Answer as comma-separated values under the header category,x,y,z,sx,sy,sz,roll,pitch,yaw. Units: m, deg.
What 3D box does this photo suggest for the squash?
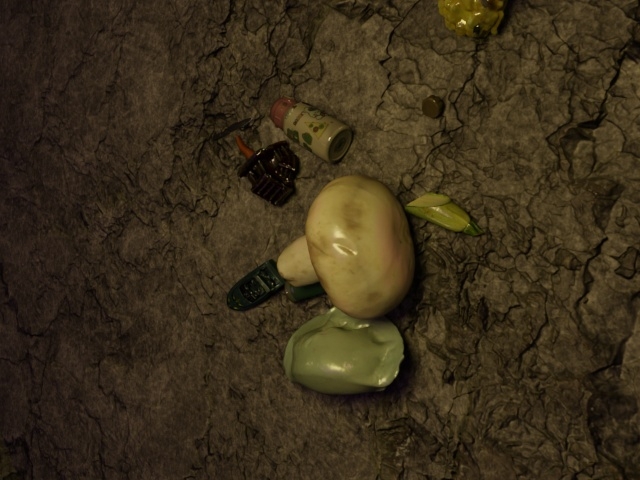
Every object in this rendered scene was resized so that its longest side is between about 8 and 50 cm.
category,x,y,z,sx,sy,sz,roll,pitch,yaw
squash,0.316,-0.069,1.349,0.200,0.090,0.075,26,111,22

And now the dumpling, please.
category,x,y,z,sx,sy,sz,roll,pitch,yaw
dumpling,0.053,0.316,1.441,0.321,0.270,0.211,8,117,7

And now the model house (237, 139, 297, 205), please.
category,x,y,z,sx,sy,sz,roll,pitch,yaw
model house,-0.135,-0.196,1.596,0.165,0.106,0.152,-45,66,27

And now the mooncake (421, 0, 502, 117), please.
category,x,y,z,sx,sy,sz,roll,pitch,yaw
mooncake,0.328,-0.445,1.275,0.150,0.057,0.347,45,133,-3

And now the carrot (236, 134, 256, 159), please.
category,x,y,z,sx,sy,sz,roll,pitch,yaw
carrot,-0.232,-0.284,1.698,0.142,0.035,0.035,47,112,27

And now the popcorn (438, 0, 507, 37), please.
category,x,y,z,sx,sy,sz,roll,pitch,yaw
popcorn,0.370,-0.566,1.288,0.174,0.142,0.173,6,117,13

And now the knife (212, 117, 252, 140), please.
category,x,y,z,sx,sy,sz,roll,pitch,yaw
knife,-0.286,-0.362,1.743,0.170,0.010,0.023,-19,86,27

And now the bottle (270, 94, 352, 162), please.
category,x,y,z,sx,sy,sz,roll,pitch,yaw
bottle,-0.038,-0.326,1.533,0.253,0.120,0.120,36,107,25

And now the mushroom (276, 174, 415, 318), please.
category,x,y,z,sx,sy,sz,roll,pitch,yaw
mushroom,0.091,0.013,1.363,0.353,0.353,0.325,37,64,26

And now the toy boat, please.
category,x,y,z,sx,sy,sz,roll,pitch,yaw
toy boat,-0.205,0.147,1.641,0.246,0.103,0.093,-35,96,30

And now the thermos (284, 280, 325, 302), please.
category,x,y,z,sx,sy,sz,roll,pitch,yaw
thermos,-0.006,0.118,1.539,0.188,0.073,0.083,-18,60,28
